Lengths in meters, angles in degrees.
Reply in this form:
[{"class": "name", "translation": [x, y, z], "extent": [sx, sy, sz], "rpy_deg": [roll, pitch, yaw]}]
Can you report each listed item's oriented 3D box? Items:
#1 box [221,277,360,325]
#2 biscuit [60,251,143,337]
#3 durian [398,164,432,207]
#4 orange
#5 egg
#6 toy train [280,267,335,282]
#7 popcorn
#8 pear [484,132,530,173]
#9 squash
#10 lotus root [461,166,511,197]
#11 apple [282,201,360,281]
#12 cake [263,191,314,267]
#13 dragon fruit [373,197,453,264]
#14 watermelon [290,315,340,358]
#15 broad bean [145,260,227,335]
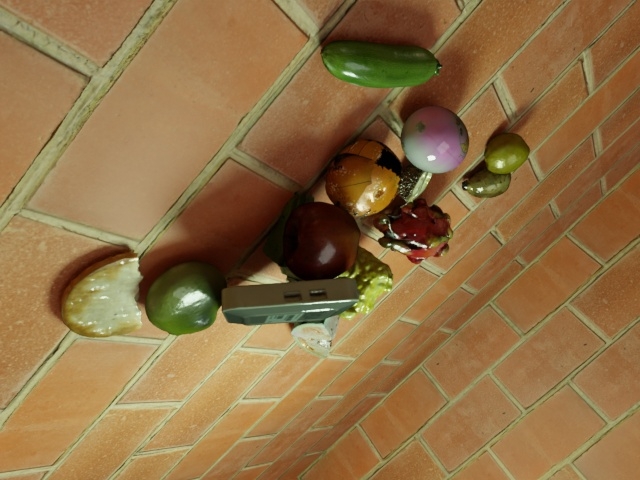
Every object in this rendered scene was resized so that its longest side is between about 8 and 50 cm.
[{"class": "box", "translation": [-0.093, 0.188, 1.427], "extent": [0.374, 0.090, 0.367], "rpy_deg": [-3, 166, -8]}, {"class": "biscuit", "translation": [-0.565, 0.156, 1.269], "extent": [0.205, 0.040, 0.308], "rpy_deg": [-16, 141, -32]}, {"class": "durian", "translation": [0.303, -0.197, 1.647], "extent": [0.148, 0.091, 0.188], "rpy_deg": [-25, 141, -57]}, {"class": "orange", "translation": [0.127, -0.181, 1.425], "extent": [0.235, 0.182, 0.234], "rpy_deg": [-15, 135, -15]}, {"class": "egg", "translation": [0.350, -0.302, 1.481], "extent": [0.196, 0.196, 0.271], "rpy_deg": [-49, 165, 16]}, {"class": "toy train", "translation": [-0.039, 0.113, 1.607], "extent": [0.125, 0.194, 0.080], "rpy_deg": [82, 31, -54]}, {"class": "popcorn", "translation": [0.109, 0.148, 1.718], "extent": [0.250, 0.242, 0.235], "rpy_deg": [-50, 129, -6]}, {"class": "pear", "translation": [0.694, -0.327, 1.834], "extent": [0.162, 0.148, 0.149], "rpy_deg": [-28, 148, 6]}, {"class": "squash", "translation": [0.168, -0.433, 1.209], "extent": [0.395, 0.107, 0.107], "rpy_deg": [-12, 139, -37]}, {"class": "lotus root", "translation": [0.659, -0.228, 1.941], "extent": [0.214, 0.138, 0.138], "rpy_deg": [-16, 143, -10]}, {"class": "apple", "translation": [0.000, -0.002, 1.381], "extent": [0.234, 0.234, 0.234], "rpy_deg": [-26, 146, -19]}, {"class": "cake", "translation": [-0.077, -0.025, 1.480], "extent": [0.100, 0.099, 0.235], "rpy_deg": [-2, 132, -46]}, {"class": "dragon fruit", "translation": [0.337, -0.034, 1.779], "extent": [0.243, 0.308, 0.227], "rpy_deg": [-71, 180, -70]}, {"class": "watermelon", "translation": [-0.018, 0.327, 1.961], "extent": [0.175, 0.188, 0.321], "rpy_deg": [17, 142, 0]}, {"class": "broad bean", "translation": [-0.377, 0.169, 1.397], "extent": [0.238, 0.119, 0.291], "rpy_deg": [-32, 149, -15]}]
